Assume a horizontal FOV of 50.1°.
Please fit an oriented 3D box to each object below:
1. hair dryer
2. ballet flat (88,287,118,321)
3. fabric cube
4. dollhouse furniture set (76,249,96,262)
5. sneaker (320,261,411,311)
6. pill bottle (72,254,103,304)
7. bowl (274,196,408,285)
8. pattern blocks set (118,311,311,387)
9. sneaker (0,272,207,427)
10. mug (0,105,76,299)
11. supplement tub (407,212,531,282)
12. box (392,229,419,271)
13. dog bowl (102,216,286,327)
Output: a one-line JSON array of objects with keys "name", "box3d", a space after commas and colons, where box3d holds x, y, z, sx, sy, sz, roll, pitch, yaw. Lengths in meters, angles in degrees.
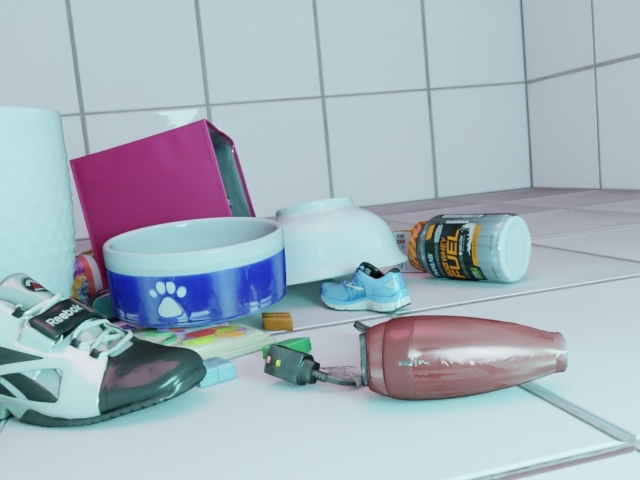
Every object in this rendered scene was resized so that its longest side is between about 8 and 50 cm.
[{"name": "hair dryer", "box3d": [0.106, 0.101, 0.706, 0.293, 0.080, 0.223, 1, 9, 42]}, {"name": "ballet flat", "box3d": [-0.291, 0.091, 1.165, 0.203, 0.074, 0.074, -10, 8, -21]}, {"name": "fabric cube", "box3d": [-0.277, -0.056, 1.312, 0.258, 0.254, 0.259, -17, -2, 4]}, {"name": "dollhouse furniture set", "box3d": [-0.450, 0.060, 1.584, 0.197, 0.151, 0.301, -25, 17, 22]}, {"name": "sneaker", "box3d": [0.067, 0.067, 1.047, 0.162, 0.073, 0.063, -4, 6, 40]}, {"name": "pill bottle", "box3d": [-0.475, 0.090, 1.149, 0.193, 0.108, 0.108, -11, 8, -34]}, {"name": "bowl", "box3d": [0.000, 0.000, 1.230, 0.297, 0.134, 0.298, -10, -1, 0]}, {"name": "pattern blocks set", "box3d": [-0.162, 0.129, 0.912, 0.324, 0.026, 0.285, 1, 10, 44]}, {"name": "sneaker", "box3d": [-0.283, 0.107, 0.713, 0.330, 0.146, 0.122, -3, 6, 11]}, {"name": "mug", "box3d": [-0.504, 0.010, 0.910, 0.374, 0.328, 0.276, -3, 7, 24]}, {"name": "supplement tub", "box3d": [0.254, 0.012, 1.184, 0.190, 0.117, 0.117, 0, 9, 43]}, {"name": "box", "box3d": [0.192, 0.020, 1.314, 0.136, 0.081, 0.028, -2, 8, 27]}, {"name": "dog bowl", "box3d": [-0.183, 0.039, 1.025, 0.264, 0.104, 0.265, -4, 12, 1]}]
